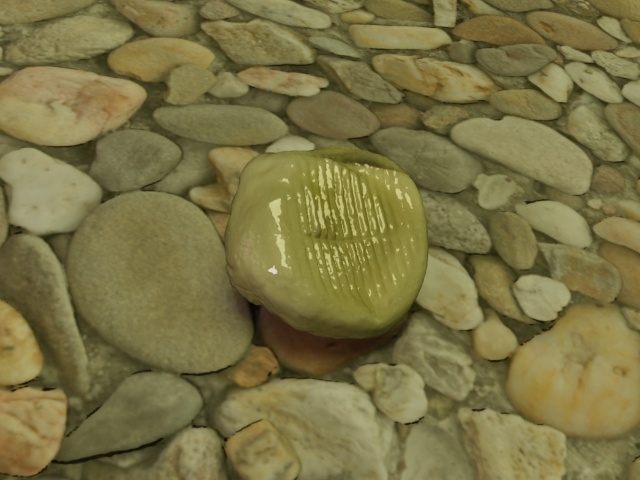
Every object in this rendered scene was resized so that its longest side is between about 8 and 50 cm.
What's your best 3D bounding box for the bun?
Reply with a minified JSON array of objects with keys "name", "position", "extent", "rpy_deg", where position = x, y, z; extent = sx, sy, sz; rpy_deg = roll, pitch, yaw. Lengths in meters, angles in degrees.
[{"name":"bun","position":[0.000,0.000,0.773],"extent":[0.229,0.145,0.229],"rpy_deg":[13,66,-33]}]
